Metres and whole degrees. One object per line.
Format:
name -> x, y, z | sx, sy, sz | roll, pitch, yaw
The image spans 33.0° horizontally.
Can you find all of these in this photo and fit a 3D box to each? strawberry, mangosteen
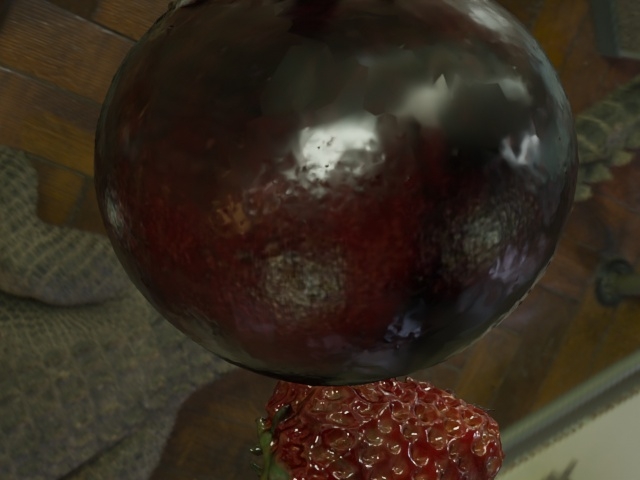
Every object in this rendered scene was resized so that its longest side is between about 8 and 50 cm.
strawberry -> 0.058, 0.272, 1.128 | 0.280, 0.150, 0.253 | 20, 98, -23
mangosteen -> 0.004, -0.068, 0.516 | 0.236, 0.235, 0.261 | -18, 120, -24
